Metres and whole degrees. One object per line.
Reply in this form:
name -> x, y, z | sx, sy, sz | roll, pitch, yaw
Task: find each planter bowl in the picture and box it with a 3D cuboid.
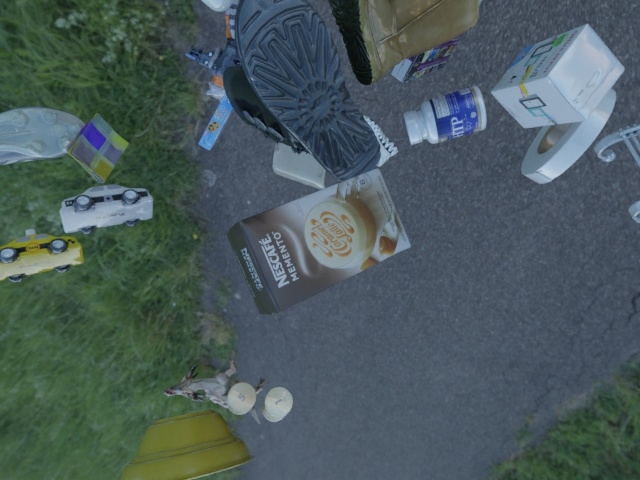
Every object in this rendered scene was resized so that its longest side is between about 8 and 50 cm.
planter bowl -> -0.222, 0.336, 0.685 | 0.216, 0.091, 0.217 | -9, 159, -4

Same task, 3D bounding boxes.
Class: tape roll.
tape roll -> 0.897, -0.391, 1.521 | 0.071, 0.392, 0.392 | 30, 141, 2

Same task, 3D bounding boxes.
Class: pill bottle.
pill bottle -> 0.313, -0.311, 1.054 | 0.186, 0.112, 0.112 | -14, 128, 14

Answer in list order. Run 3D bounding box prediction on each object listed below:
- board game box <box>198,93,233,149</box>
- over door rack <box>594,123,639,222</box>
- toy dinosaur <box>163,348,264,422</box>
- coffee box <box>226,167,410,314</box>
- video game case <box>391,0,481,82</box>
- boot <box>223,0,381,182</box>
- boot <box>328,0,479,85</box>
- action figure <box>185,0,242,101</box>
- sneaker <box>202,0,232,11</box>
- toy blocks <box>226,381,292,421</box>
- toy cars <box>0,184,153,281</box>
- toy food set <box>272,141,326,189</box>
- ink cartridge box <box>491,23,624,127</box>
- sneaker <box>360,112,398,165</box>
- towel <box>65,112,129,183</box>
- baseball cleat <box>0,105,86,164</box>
board game box -> -0.263, -0.355, 1.137 | 0.039, 0.160, 0.212 | 30, 101, -17
over door rack -> 0.565, -0.087, 0.506 | 0.324, 0.240, 0.108 | -24, 149, 26
toy dinosaur -> -0.297, 0.448, 1.231 | 0.200, 0.127, 0.296 | -23, 127, 20
coffee box -> 0.000, 0.000, 0.642 | 0.141, 0.246, 0.098 | 66, 154, -2
video game case -> 0.275, -0.482, 0.944 | 0.041, 0.232, 0.210 | 41, 136, 14
boot -> -0.099, -0.318, 0.841 | 0.367, 0.146, 0.445 | 56, 175, -38
boot -> 0.149, -0.430, 0.712 | 0.089, 0.269, 0.236 | 40, 160, 44
action figure -> -0.317, -0.629, 1.357 | 0.340, 0.178, 0.331 | 19, 101, 12
sneaker -> -0.314, -0.623, 0.891 | 0.105, 0.123, 0.290 | -18, 118, 43
toy blocks -> -0.123, 0.325, 0.821 | 0.123, 0.054, 0.148 | 10, 151, -6
toy cars -> -0.571, -0.030, 0.943 | 0.087, 0.393, 0.176 | 61, -174, 23
toy food set -> -0.031, -0.329, 1.334 | 0.219, 0.092, 0.307 | 24, 113, 32
ink cartridge box -> 0.743, -0.506, 1.320 | 0.197, 0.198, 0.270 | 37, 180, -16
sneaker -> 0.198, -0.415, 1.693 | 0.292, 0.118, 0.110 | 37, -172, -35
towel -> -0.289, -0.121, 0.541 | 0.009, 0.083, 0.060 | -10, 137, 25
baseball cleat -> -0.437, -0.139, 0.572 | 0.109, 0.205, 0.072 | 16, 118, 58
